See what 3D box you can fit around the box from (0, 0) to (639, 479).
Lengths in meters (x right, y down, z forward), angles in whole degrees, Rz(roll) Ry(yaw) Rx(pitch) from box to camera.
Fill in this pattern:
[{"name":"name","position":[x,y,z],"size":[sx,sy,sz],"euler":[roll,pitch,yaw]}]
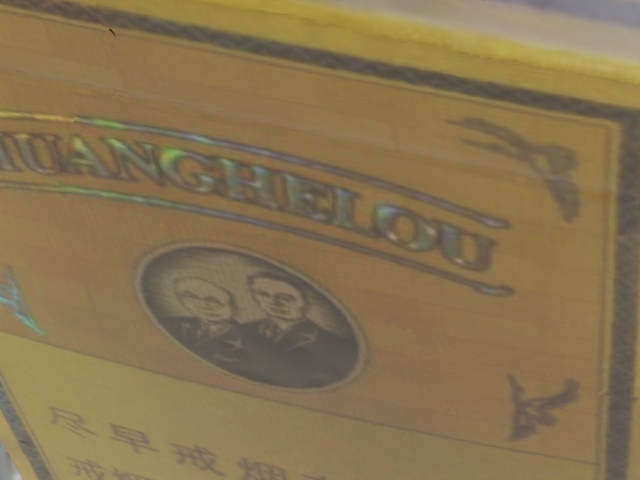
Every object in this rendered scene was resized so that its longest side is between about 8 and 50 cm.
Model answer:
[{"name":"box","position":[0.000,0.000,0.485],"size":[0.193,0.084,0.301],"euler":[11,-29,14]}]
